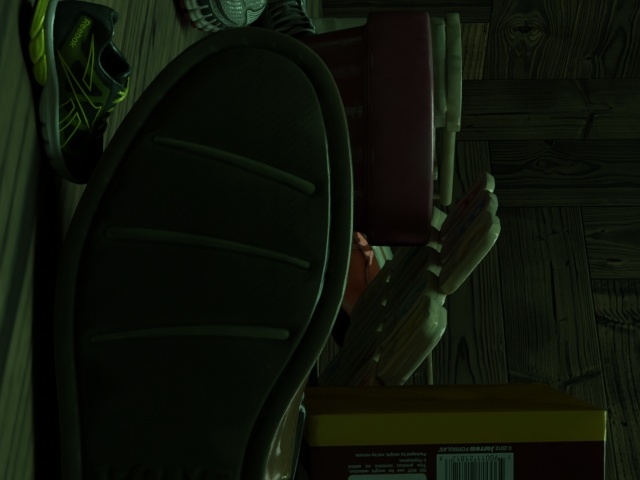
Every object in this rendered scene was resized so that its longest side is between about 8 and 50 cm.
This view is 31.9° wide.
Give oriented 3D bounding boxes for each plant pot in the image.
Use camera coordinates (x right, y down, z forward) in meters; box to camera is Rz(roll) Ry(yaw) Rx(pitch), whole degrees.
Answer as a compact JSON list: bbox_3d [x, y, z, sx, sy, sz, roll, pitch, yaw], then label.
[{"bbox_3d":[0.003,-0.095,0.960,0.201,0.180,0.201,0,90,-88],"label":"plant pot"}]

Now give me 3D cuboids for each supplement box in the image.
[{"bbox_3d":[0.081,0.202,0.752,0.129,0.192,0.194,-175,-95,-84],"label":"supplement box"}]

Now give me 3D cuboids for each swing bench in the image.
[{"bbox_3d":[0.064,-0.182,1.573,0.254,0.253,0.165,85,5,-59],"label":"swing bench"}]

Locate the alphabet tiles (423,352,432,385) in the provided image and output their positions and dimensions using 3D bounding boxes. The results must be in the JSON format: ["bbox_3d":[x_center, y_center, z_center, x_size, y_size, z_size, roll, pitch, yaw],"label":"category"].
[{"bbox_3d":[0.107,0.015,1.270,0.198,0.009,0.237,-96,178,-46],"label":"alphabet tiles"}]

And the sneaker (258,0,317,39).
[{"bbox_3d":[-0.043,-0.245,1.223,0.228,0.086,0.132,-121,-156,-74],"label":"sneaker"}]

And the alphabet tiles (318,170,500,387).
[{"bbox_3d":[0.061,0.066,0.976,0.278,0.021,0.284,-52,-173,20],"label":"alphabet tiles"}]

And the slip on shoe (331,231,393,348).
[{"bbox_3d":[0.000,0.000,1.191,0.123,0.101,0.331,38,-17,50],"label":"slip on shoe"}]

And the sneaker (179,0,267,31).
[{"bbox_3d":[-0.051,-0.199,0.719,0.225,0.093,0.088,82,8,-77],"label":"sneaker"}]

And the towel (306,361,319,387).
[{"bbox_3d":[-0.013,0.140,0.877,0.119,0.029,0.067,-100,-169,-58],"label":"towel"}]

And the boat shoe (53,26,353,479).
[{"bbox_3d":[-0.059,0.067,0.473,0.104,0.111,0.307,146,-44,-83],"label":"boat shoe"}]

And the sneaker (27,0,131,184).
[{"bbox_3d":[-0.090,-0.055,0.433,0.031,0.035,0.083,-87,176,-47],"label":"sneaker"}]
